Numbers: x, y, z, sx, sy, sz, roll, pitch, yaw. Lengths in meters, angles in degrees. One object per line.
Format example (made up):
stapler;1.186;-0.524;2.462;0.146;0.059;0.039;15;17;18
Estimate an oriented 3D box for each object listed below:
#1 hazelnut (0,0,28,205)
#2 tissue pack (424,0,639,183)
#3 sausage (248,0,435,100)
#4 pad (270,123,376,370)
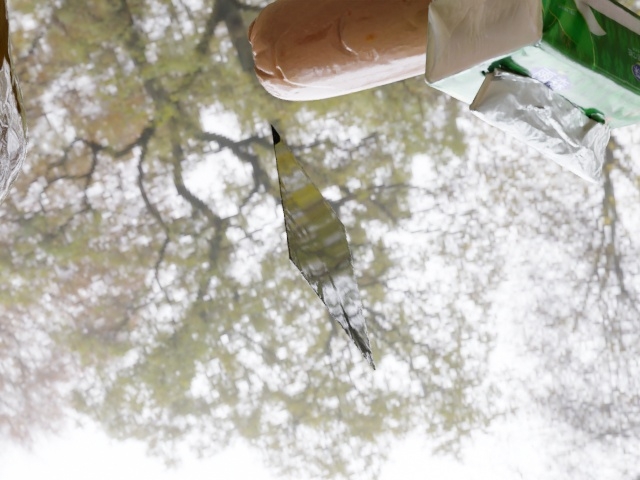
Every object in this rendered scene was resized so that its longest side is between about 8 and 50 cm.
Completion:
hazelnut;-0.206;-0.054;0.320;0.218;0.234;0.218;13;-135;-13
tissue pack;0.226;-0.159;0.996;0.148;0.209;0.156;-17;-118;48
sausage;0.071;-0.233;1.098;0.304;0.121;0.121;-15;-150;-5
pad;0.000;0.000;0.787;0.004;0.127;0.190;-27;-146;13
